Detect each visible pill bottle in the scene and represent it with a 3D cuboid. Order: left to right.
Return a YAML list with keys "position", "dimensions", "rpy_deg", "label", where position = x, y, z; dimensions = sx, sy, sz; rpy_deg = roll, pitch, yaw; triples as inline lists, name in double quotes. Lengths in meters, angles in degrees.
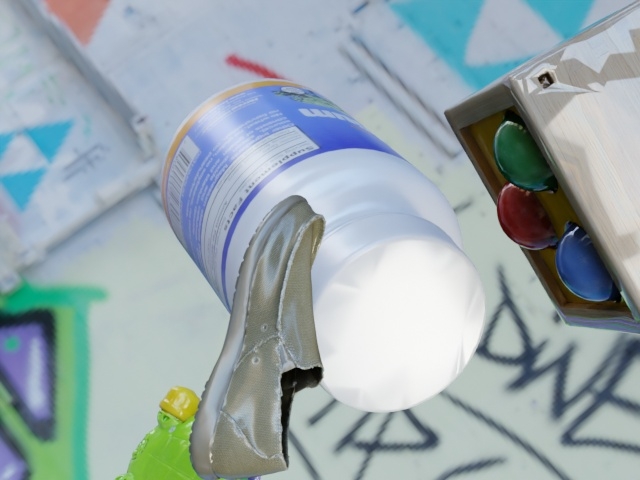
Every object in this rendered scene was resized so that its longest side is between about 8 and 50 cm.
- position: [0.000, 0.000, 0.928]
  dimensions: [0.152, 0.152, 0.272]
  rpy_deg: [59, -7, -29]
  label: "pill bottle"

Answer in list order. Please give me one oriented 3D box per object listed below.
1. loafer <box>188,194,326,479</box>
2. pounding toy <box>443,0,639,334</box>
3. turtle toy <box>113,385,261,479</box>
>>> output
- position: [-0.020, 0.050, 0.704]
  dimensions: [0.050, 0.148, 0.056]
  rpy_deg: [14, -15, 11]
  label: "loafer"
- position: [0.146, 0.005, 0.697]
  dimensions: [0.206, 0.094, 0.181]
  rpy_deg: [60, -8, -3]
  label: "pounding toy"
- position: [-0.070, 0.155, 0.893]
  dimensions: [0.130, 0.095, 0.066]
  rpy_deg: [23, -15, 43]
  label: "turtle toy"
